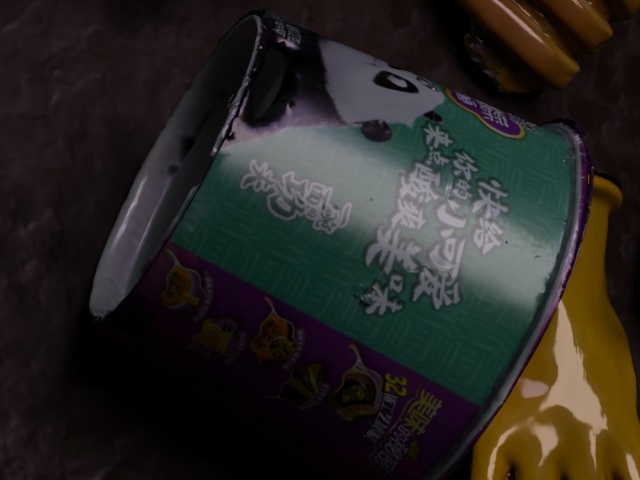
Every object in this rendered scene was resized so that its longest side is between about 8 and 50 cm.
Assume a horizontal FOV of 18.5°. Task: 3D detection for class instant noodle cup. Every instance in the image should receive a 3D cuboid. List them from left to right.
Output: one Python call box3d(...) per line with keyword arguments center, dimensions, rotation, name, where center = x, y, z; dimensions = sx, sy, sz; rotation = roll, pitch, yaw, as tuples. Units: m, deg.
box3d(center=(0.000, 0.000, 1.069), dimensions=(0.190, 0.251, 0.251), rotation=(28, 51, -14), name="instant noodle cup")

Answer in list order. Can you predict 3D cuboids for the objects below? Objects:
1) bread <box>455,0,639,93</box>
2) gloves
box3d(center=(0.167, -0.187, 1.369), dimensions=(0.119, 0.177, 0.084), rotation=(43, 9, -6), name="bread")
box3d(center=(0.143, 0.109, 1.231), dimensions=(0.133, 0.116, 0.294), rotation=(-1, 74, -10), name="gloves")
